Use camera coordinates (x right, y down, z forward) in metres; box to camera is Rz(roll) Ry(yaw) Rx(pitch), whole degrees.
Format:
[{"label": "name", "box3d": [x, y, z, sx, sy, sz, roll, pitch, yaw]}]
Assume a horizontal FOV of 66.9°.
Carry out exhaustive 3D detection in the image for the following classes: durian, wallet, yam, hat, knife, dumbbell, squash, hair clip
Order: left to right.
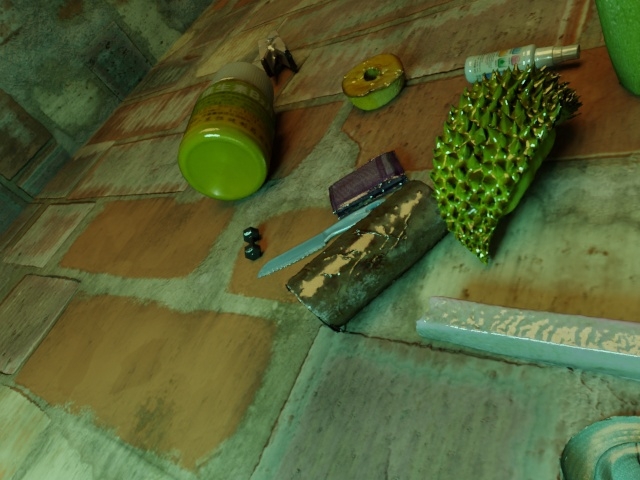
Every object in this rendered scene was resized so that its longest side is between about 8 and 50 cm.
[{"label": "dumbbell", "box3d": [-0.151, 0.007, 1.070, 0.040, 0.036, 0.083, -28, 39, 10]}, {"label": "hair clip", "box3d": [-0.161, -0.654, 1.697, 0.101, 0.085, 0.331, -30, 33, 8]}, {"label": "knife", "box3d": [0.000, 0.000, 0.976, 0.313, 0.019, 0.044, -29, 42, 16]}, {"label": "wallet", "box3d": [0.092, -0.121, 1.007, 0.166, 0.030, 0.111, -29, 40, 14]}, {"label": "yam", "box3d": [0.084, 0.025, 0.797, 0.280, 0.131, 0.131, -40, 38, -5]}, {"label": "durian", "box3d": [0.285, -0.146, 0.762, 0.158, 0.169, 0.352, 21, 69, 36]}, {"label": "hat", "box3d": [0.302, 0.241, 0.442, 0.138, 0.078, 0.191, -19, 42, 21]}, {"label": "squash", "box3d": [0.521, -0.361, 0.720, 0.189, 0.260, 0.189, -23, 38, 19]}]

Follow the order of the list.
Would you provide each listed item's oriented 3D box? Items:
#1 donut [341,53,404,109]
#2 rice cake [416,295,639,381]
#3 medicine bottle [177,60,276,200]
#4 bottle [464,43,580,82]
[{"label": "donut", "box3d": [0.138, -0.397, 1.220, 0.162, 0.065, 0.178, -15, 43, 20]}, {"label": "rice cake", "box3d": [0.281, 0.117, 0.592, 0.365, 0.072, 0.056, 3, 56, 43]}, {"label": "medicine bottle", "box3d": [-0.231, -0.306, 1.295, 0.224, 0.224, 0.384, -21, 41, 21]}, {"label": "bottle", "box3d": [0.401, -0.360, 0.974, 0.217, 0.060, 0.060, 5, 55, 43]}]
